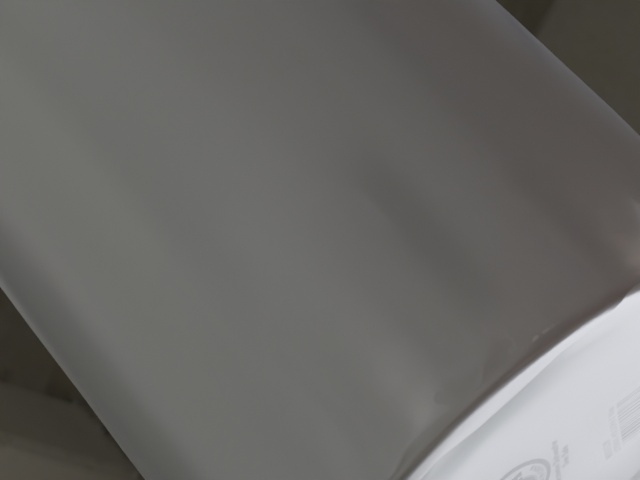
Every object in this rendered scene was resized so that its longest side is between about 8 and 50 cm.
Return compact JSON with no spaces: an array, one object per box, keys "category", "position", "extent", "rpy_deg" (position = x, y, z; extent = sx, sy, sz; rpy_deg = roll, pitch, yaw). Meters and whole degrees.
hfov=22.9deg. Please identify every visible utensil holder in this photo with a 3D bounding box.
[{"category":"utensil holder","position":[0.000,0.000,0.857],"extent":[0.327,0.327,0.385],"rpy_deg":[-51,-122,17]}]
